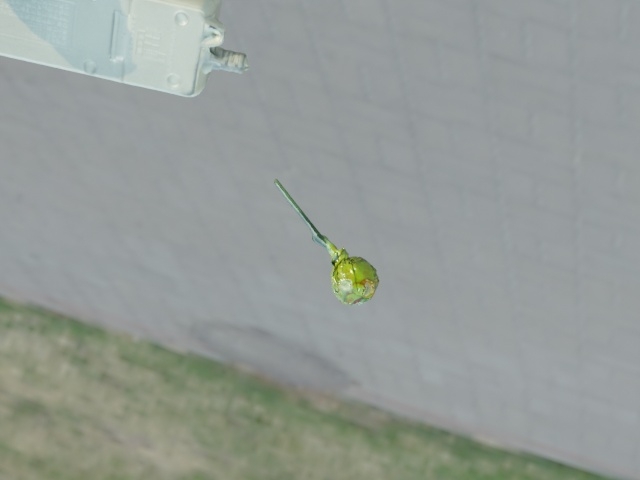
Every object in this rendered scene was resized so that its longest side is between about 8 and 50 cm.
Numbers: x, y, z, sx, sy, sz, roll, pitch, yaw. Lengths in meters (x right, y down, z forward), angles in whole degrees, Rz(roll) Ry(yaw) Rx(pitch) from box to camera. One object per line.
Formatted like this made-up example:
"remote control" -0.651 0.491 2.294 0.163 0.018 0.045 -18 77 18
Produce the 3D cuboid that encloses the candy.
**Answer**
"candy" 0.000 0.000 1.435 0.123 0.035 0.035 50 128 9

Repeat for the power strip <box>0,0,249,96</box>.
"power strip" -0.224 -0.203 1.640 0.338 0.058 0.098 14 120 5
